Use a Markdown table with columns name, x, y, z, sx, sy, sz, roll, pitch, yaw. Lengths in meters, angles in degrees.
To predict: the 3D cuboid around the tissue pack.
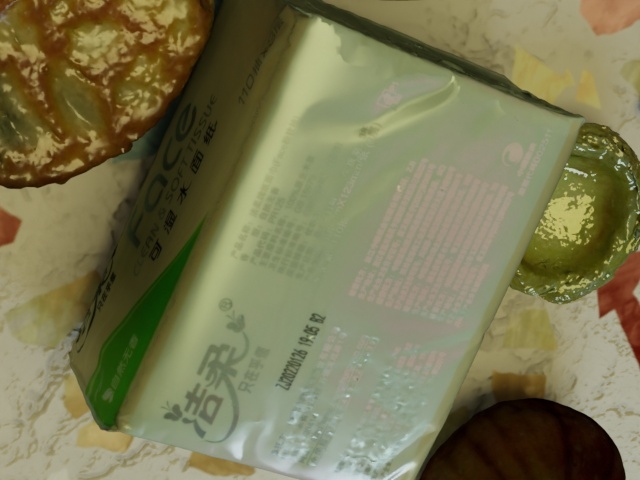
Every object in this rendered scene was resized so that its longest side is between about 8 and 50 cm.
| name | x | y | z | sx | sy | sz | roll | pitch | yaw |
| --- | --- | --- | --- | --- | --- | --- | --- | --- | --- |
| tissue pack | 0.000 | 0.000 | 1.580 | 0.331 | 0.205 | 0.405 | 19 | 104 | -28 |

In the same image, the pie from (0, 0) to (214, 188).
| name | x | y | z | sx | sy | sz | roll | pitch | yaw |
| --- | --- | --- | --- | --- | --- | --- | --- | --- | --- |
| pie | -0.245 | -0.185 | 1.467 | 0.315 | 0.092 | 0.315 | -9 | 119 | -16 |

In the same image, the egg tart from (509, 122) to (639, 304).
| name | x | y | z | sx | sy | sz | roll | pitch | yaw |
| --- | --- | --- | --- | --- | --- | --- | --- | --- | --- |
| egg tart | 0.233 | -0.037 | 1.740 | 0.197 | 0.078 | 0.197 | -8 | 112 | -20 |

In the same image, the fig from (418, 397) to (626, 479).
| name | x | y | z | sx | sy | sz | roll | pitch | yaw |
| --- | --- | --- | --- | --- | --- | --- | --- | --- | --- |
| fig | 0.215 | 0.284 | 1.805 | 0.235 | 0.214 | 0.235 | -3 | 94 | -40 |
